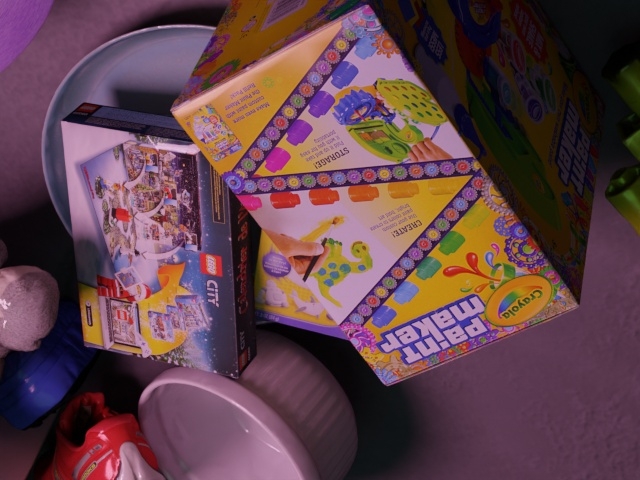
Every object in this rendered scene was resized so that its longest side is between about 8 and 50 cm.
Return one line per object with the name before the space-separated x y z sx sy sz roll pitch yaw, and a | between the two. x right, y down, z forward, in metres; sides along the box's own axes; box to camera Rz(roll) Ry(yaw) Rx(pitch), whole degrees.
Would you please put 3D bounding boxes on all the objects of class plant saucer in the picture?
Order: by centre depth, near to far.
plant saucer | -0.094 -0.062 1.537 0.317 0.043 0.317 7 126 9

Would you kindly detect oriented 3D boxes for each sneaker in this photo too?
sneaker | -0.222 0.207 1.687 0.279 0.107 0.118 -13 94 64

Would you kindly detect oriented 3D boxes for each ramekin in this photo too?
ramekin | -0.061 0.180 1.623 0.207 0.109 0.207 26 140 24

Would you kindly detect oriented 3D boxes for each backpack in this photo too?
backpack | -0.284 0.121 1.667 0.101 0.120 0.098 39 125 -14

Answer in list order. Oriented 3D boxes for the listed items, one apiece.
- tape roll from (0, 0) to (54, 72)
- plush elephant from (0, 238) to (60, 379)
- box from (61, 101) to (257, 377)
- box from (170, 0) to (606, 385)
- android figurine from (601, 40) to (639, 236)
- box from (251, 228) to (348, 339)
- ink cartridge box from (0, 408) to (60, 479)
tape roll | -0.348 -0.246 1.364 0.275 0.090 0.275 -10 121 -17
plush elephant | -0.415 0.085 1.531 0.255 0.330 0.272 19 100 -25
box | -0.141 0.001 1.511 0.159 0.044 0.233 10 121 19
box | 0.068 -0.101 1.312 0.177 0.290 0.279 -25 116 27
android figurine | 0.358 -0.076 1.376 0.248 0.056 0.273 -37 107 16
box | 0.000 0.000 1.504 0.105 0.043 0.179 13 125 5
ink cartridge box | -0.366 0.257 1.752 0.100 0.172 0.237 27 127 -6
